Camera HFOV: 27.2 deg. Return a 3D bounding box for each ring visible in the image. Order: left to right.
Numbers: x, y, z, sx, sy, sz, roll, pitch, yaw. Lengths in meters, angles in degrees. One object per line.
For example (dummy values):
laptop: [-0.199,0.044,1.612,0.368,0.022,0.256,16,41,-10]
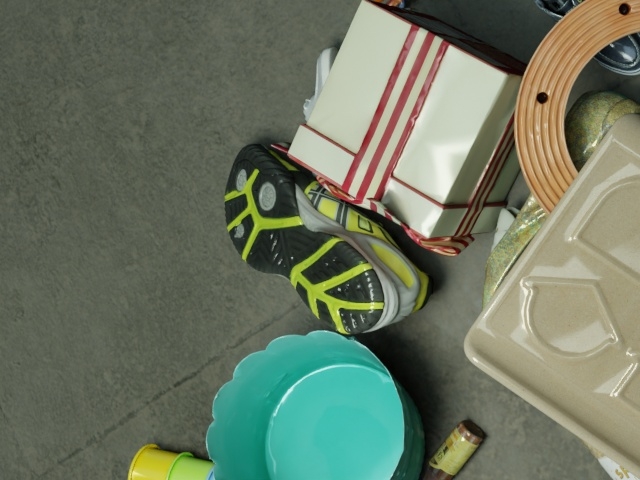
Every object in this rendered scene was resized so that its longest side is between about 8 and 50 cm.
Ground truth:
ring: [0.398,-0.141,1.568,0.337,0.032,0.336,1,100,3]

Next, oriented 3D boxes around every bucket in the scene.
bucket: [0.003,0.266,1.770,0.281,0.183,0.281,-4,75,17]

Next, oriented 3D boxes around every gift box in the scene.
gift box: [0.114,-0.143,1.682,0.255,0.276,0.258,33,108,28]

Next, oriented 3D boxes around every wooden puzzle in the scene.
wooden puzzle: [0.389,0.076,1.542,0.322,0.080,0.347,35,96,5]

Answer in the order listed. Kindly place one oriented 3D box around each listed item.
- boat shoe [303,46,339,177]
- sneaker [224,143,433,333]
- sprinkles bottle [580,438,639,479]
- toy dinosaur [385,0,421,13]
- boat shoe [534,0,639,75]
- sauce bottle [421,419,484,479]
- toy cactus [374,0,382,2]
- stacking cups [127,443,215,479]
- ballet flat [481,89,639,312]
boat shoe: [0.007,-0.176,1.854,0.063,0.066,0.184,-2,101,27]
sneaker: [0.000,0.000,1.829,0.384,0.147,0.145,48,123,37]
sprinkles bottle: [0.384,0.232,1.640,0.121,0.121,0.355,-45,73,22]
toy dinosaur: [0.106,-0.315,1.786,0.047,0.090,0.082,60,160,23]
boat shoe: [0.333,-0.273,1.660,0.183,0.083,0.065,44,111,19]
sauce bottle: [0.171,0.302,1.798,0.042,0.042,0.128,41,108,20]
toy cactus: [0.083,-0.422,1.776,0.219,0.112,0.180,-30,49,13]
stacking cups: [-0.128,0.371,1.927,0.316,0.096,0.096,8,96,28]
ballet flat: [0.291,-0.038,1.687,0.123,0.123,0.348,37,108,21]
